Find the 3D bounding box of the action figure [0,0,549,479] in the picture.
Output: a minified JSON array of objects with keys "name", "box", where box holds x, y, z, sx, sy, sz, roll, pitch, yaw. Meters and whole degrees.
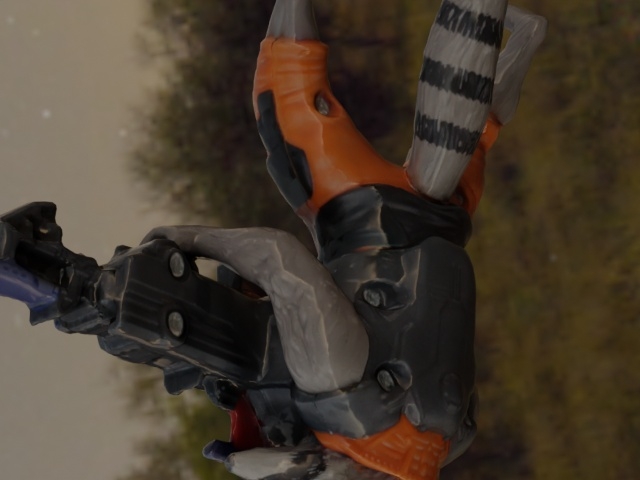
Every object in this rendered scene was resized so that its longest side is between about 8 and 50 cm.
[{"name":"action figure","box":[0.000,0.000,0.896,0.341,0.178,0.330,16,-105,-46]}]
